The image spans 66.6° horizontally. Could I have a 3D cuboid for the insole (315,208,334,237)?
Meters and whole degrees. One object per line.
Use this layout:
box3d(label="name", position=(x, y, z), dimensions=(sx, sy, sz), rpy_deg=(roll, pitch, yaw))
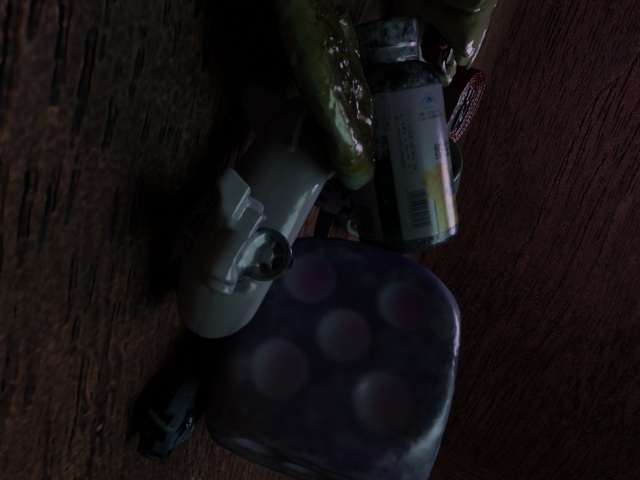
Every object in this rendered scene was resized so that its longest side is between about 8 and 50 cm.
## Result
box3d(label="insole", position=(-0.001, 0.000, 0.910), dimensions=(0.080, 0.003, 0.231), rpy_deg=(-40, 150, -56))

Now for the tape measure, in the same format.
box3d(label="tape measure", position=(-0.169, 0.196, 0.557), dimensions=(0.094, 0.054, 0.091), rpy_deg=(-68, 170, 11))

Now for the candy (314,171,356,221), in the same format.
box3d(label="candy", position=(0.061, -0.107, 0.805), dimensions=(0.160, 0.092, 0.073), rpy_deg=(-49, 157, -43))

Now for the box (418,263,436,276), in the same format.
box3d(label="box", position=(0.194, 0.196, 1.293), dimensions=(0.301, 0.301, 0.216), rpy_deg=(-55, 156, -35))

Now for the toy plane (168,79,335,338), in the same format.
box3d(label="toy plane", position=(-0.066, -0.025, 0.472), dimensions=(0.252, 0.118, 0.252), rpy_deg=(-156, -90, -88))

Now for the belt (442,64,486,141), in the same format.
box3d(label="belt", position=(0.313, -0.345, 1.226), dimensions=(0.128, 0.124, 0.200), rpy_deg=(-4, 123, -53))

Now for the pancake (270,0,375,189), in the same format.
box3d(label="pancake", position=(0.013, -0.169, 0.451), dimensions=(0.254, 0.037, 0.253), rpy_deg=(-13, 90, -75))

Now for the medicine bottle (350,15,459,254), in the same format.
box3d(label="medicine bottle", position=(0.099, -0.136, 0.654), dimensions=(0.141, 0.142, 0.292), rpy_deg=(-37, 118, -60))

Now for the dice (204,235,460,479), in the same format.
box3d(label="dice", position=(0.020, 0.174, 0.659), dimensions=(0.270, 0.272, 0.270), rpy_deg=(96, 12, -58))

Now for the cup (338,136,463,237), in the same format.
box3d(label="cup", position=(0.153, -0.072, 1.002), dimensions=(0.258, 0.186, 0.234), rpy_deg=(-28, 145, -14))

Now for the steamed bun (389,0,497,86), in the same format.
box3d(label="steamed bun", position=(0.209, -0.401, 0.728), dimensions=(0.247, 0.189, 0.427), rpy_deg=(-27, 138, -55))
